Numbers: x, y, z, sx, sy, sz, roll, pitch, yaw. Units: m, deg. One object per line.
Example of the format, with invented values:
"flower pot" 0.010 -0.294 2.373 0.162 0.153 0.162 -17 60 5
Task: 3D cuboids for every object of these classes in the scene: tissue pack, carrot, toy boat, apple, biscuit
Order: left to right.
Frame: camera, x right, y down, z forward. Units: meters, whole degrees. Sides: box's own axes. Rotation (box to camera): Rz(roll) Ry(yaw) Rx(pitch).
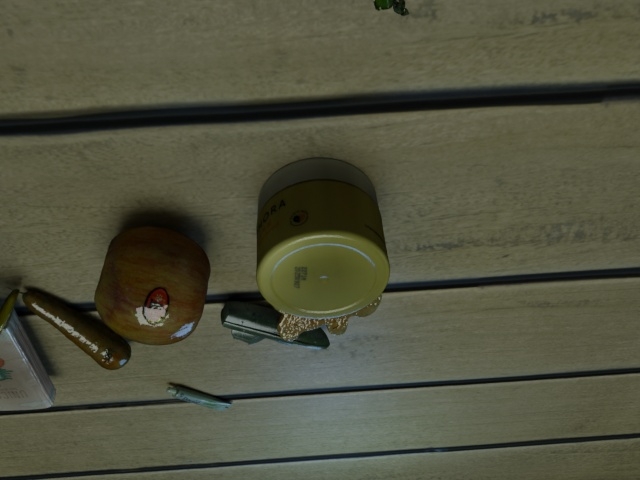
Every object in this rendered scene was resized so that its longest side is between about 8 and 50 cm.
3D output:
"tissue pack" -0.710 0.269 1.181 0.169 0.071 0.326 -1 135 -8
"carrot" -0.527 0.183 1.150 0.078 0.078 0.298 -26 128 21
"apple" -0.295 0.081 0.957 0.187 0.211 0.211 13 133 -18
"toy boat" -0.095 0.199 1.188 0.260 0.078 0.085 18 106 -22
"biscuit" 0.015 0.136 1.138 0.234 0.030 0.153 -13 119 -9

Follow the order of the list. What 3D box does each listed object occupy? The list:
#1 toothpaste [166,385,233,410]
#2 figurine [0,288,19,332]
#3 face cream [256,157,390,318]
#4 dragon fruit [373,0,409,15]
"toothpaste" -0.323 0.422 1.441 0.197 0.029 0.048 31 126 -35
"figurine" -0.710 0.066 0.914 0.338 0.205 0.284 20 119 -17
"face cream" 0.000 0.000 0.919 0.217 0.180 0.218 -2 136 -2
"dragon fruit" 0.057 -0.340 0.604 0.135 0.137 0.236 -30 132 8
